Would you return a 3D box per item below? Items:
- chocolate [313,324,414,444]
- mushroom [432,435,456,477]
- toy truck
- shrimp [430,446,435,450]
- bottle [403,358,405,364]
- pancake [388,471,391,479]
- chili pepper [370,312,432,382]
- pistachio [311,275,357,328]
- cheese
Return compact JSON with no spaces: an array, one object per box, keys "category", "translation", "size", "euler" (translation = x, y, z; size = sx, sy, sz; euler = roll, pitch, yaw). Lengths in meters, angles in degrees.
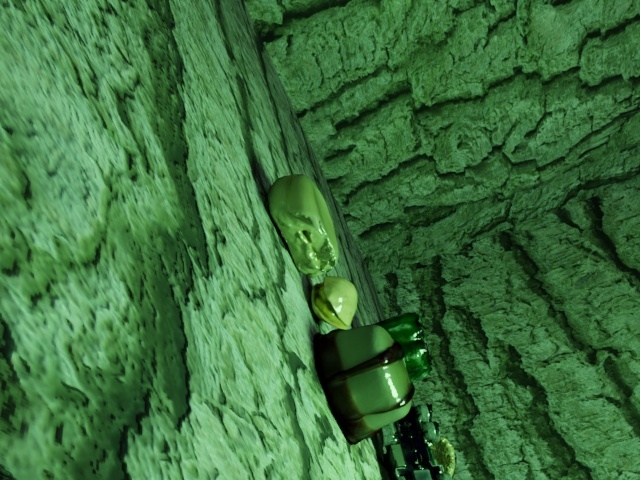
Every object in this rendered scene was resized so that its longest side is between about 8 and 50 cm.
[{"category":"chocolate","translation":[0.117,0.320,1.412],"size":[0.283,0.186,0.283],"euler":[-21,90,-84]},{"category":"mushroom","translation":[0.371,0.786,2.207],"size":[0.208,0.233,0.301],"euler":[-43,104,-36]},{"category":"toy truck","translation":[0.257,0.610,1.694],"size":[0.363,0.177,0.177],"euler":[-102,-170,-56]},{"category":"shrimp","translation":[0.289,0.665,1.950],"size":[0.224,0.047,0.126],"euler":[28,46,-23]},{"category":"bottle","translation":[0.177,0.396,1.785],"size":[0.347,0.169,0.168],"euler":[64,7,-67]},{"category":"pancake","translation":[0.218,0.701,1.778],"size":[0.108,0.017,0.108],"euler":[-22,90,-79]},{"category":"chili pepper","translation":[0.271,0.389,2.177],"size":[0.233,0.257,0.248],"euler":[68,5,-56]},{"category":"pistachio","translation":[0.044,0.163,1.585],"size":[0.145,0.117,0.200],"euler":[55,6,1]},{"category":"cheese","translation":[-0.040,-0.040,1.527],"size":[0.233,0.127,0.266],"euler":[-103,169,-49]}]
